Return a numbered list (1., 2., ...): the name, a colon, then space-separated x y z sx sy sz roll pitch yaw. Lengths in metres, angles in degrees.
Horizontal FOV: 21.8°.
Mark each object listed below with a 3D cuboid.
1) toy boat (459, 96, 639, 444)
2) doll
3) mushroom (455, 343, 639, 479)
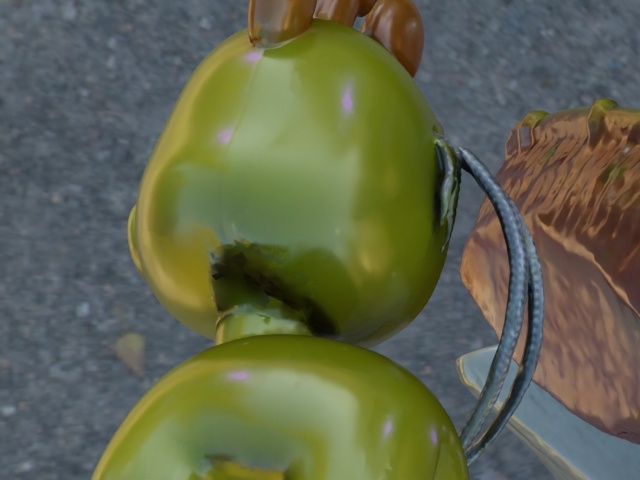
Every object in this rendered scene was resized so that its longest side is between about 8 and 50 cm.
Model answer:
1. toy boat: 0.122 0.015 0.604 0.099 0.318 0.141 -16 102 -17
2. doll: 0.000 0.000 0.525 0.135 0.143 0.221 -1 59 26
3. mushroom: 0.277 0.185 1.103 0.154 0.137 0.407 -41 88 -10
